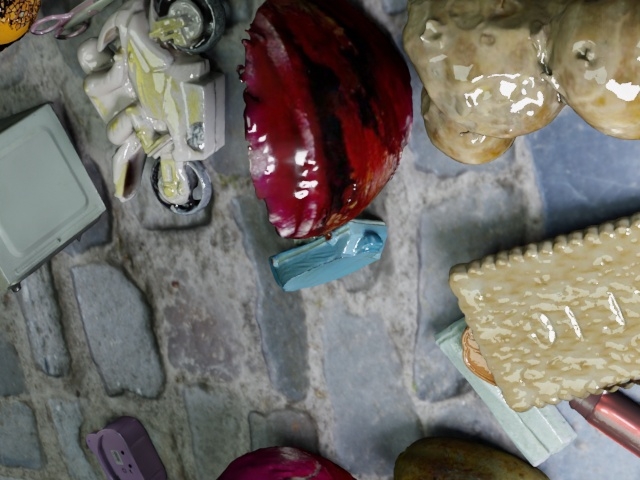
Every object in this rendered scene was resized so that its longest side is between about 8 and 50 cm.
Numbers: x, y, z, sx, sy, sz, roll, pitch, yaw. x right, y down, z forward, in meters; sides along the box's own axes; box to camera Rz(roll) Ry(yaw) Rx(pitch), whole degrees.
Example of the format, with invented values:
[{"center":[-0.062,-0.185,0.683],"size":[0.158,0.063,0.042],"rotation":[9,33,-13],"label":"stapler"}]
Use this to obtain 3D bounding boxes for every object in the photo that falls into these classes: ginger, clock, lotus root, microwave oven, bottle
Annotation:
[{"center":[0.248,-0.185,1.362],"size":[0.375,0.176,0.256],"rotation":[-3,150,35],"label":"ginger"},{"center":[-0.338,0.380,2.294],"size":[0.110,0.050,0.153],"rotation":[-7,113,41],"label":"clock"},{"center":[0.205,0.338,1.785],"size":[0.241,0.124,0.123],"rotation":[10,154,32],"label":"lotus root"},{"center":[-0.546,-0.031,2.009],"size":[0.354,0.286,0.219],"rotation":[-12,111,41],"label":"microwave oven"},{"center":[0.384,0.228,1.622],"size":[0.164,0.060,0.060],"rotation":[33,134,16],"label":"bottle"}]

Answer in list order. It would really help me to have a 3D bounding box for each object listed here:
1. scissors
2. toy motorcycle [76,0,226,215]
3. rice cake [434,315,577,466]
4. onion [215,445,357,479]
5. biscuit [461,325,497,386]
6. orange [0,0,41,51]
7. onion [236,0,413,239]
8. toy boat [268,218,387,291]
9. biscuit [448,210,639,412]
[{"center":[-0.318,-0.318,1.801],"size":[0.176,0.085,0.022],"rotation":[-24,74,32],"label":"scissors"},{"center":[-0.232,-0.198,1.774],"size":[0.222,0.108,0.341],"rotation":[15,121,19],"label":"toy motorcycle"},{"center":[0.244,0.193,1.719],"size":[0.226,0.040,0.085],"rotation":[52,135,-3],"label":"rice cake"},{"center":[0.022,0.494,1.906],"size":[0.420,0.398,0.399],"rotation":[-2,119,15],"label":"onion"},{"center":[0.230,0.123,1.659],"size":[0.102,0.019,0.131],"rotation":[14,108,11],"label":"biscuit"},{"center":[-0.495,-0.363,1.817],"size":[0.234,0.182,0.234],"rotation":[31,143,26],"label":"orange"},{"center":[0.016,-0.135,1.527],"size":[0.146,0.280,0.314],"rotation":[2,121,21],"label":"onion"},{"center":[0.000,0.000,1.763],"size":[0.215,0.088,0.102],"rotation":[-28,66,46],"label":"toy boat"},{"center":[0.325,0.083,1.551],"size":[0.324,0.044,0.217],"rotation":[-20,102,34],"label":"biscuit"}]
